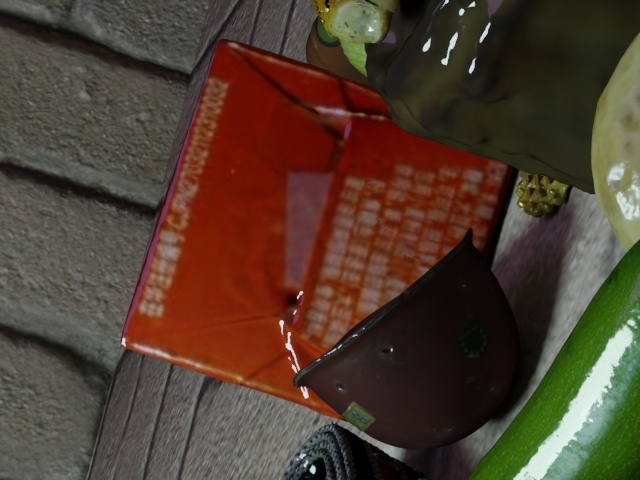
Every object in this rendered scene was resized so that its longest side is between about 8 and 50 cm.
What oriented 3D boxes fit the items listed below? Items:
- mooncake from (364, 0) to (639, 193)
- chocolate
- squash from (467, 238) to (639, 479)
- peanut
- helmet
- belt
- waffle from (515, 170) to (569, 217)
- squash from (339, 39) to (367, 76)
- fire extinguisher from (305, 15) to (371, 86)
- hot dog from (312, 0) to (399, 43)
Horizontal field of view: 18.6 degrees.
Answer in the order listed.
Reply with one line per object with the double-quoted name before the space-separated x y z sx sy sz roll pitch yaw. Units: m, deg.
"mooncake" 0.145 -0.197 1.156 0.324 0.187 0.324 -164 90 -76
"chocolate" 0.000 0.000 1.435 0.108 0.235 0.237 -177 104 -89
"squash" 0.139 0.099 0.997 0.082 0.082 0.292 -90 26 -55
"peanut" 0.201 -0.091 0.973 0.103 0.098 0.229 -37 -26 -53
"helmet" 0.067 0.082 1.279 0.155 0.106 0.175 -38 1 -24
"belt" 0.049 0.194 1.261 0.359 0.094 0.126 -153 85 -76
"waffle" 0.155 -0.055 1.310 0.078 0.016 0.085 -131 58 -71
"squash" 0.090 -0.224 1.379 0.252 0.049 0.252 -33 -48 -46
"fire extinguisher" 0.069 -0.194 1.652 0.200 0.113 0.376 -86 18 -44
"hot dog" 0.030 -0.243 1.136 0.083 0.068 0.289 120 158 -58
